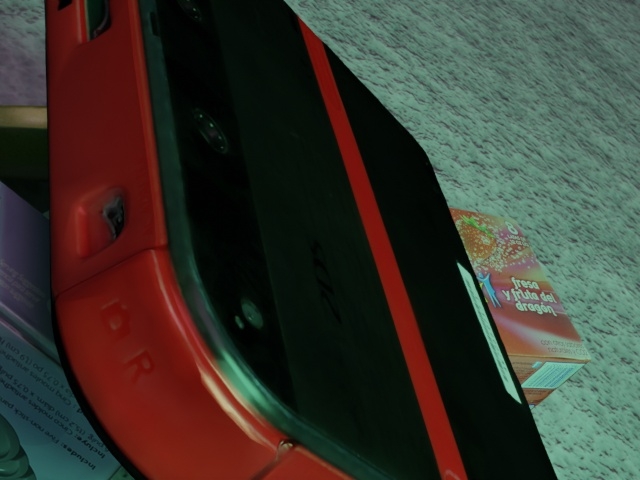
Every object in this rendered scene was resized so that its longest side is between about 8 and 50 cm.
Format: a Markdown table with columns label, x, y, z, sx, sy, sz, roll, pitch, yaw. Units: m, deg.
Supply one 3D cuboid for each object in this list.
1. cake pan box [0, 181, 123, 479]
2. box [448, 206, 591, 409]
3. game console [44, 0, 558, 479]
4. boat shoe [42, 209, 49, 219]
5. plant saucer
| label | x | y | z | sx | sy | sz | roll | pitch | yaw |
| --- | --- | --- | --- | --- | --- | --- | --- | --- | --- |
| cake pan box | -0.220 | 0.053 | 0.470 | 0.267 | 0.245 | 0.070 | 37 | 32 | -3 |
| box | 0.023 | 0.065 | 0.753 | 0.300 | 0.154 | 0.142 | 7 | 46 | -35 |
| game console | 0.000 | 0.000 | 0.542 | 0.342 | 0.060 | 0.386 | 40 | 25 | -42 |
| boat shoe | -0.139 | 0.008 | 0.616 | 0.076 | 0.226 | 0.083 | 35 | 7 | 7 |
| plant saucer | -0.167 | -0.069 | 0.722 | 0.241 | 0.037 | 0.241 | 3 | 9 | 0 |
